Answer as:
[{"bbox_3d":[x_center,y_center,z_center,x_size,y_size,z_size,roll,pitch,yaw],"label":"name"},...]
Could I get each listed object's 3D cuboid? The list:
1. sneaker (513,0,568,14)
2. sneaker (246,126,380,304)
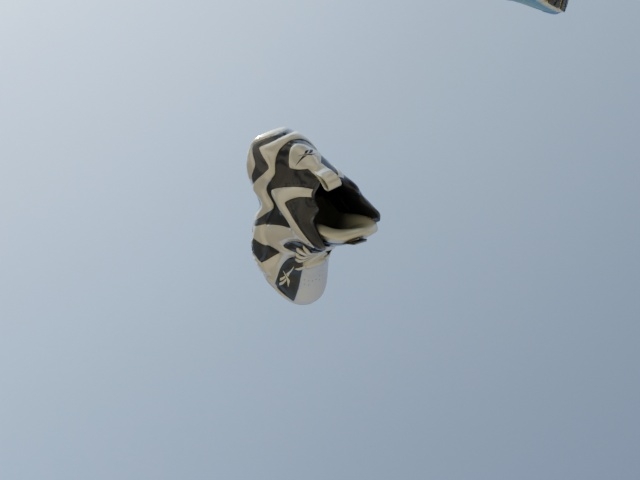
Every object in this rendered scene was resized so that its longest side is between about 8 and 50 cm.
[{"bbox_3d":[0.184,-0.277,1.142,0.162,0.073,0.063,23,-111,-19],"label":"sneaker"},{"bbox_3d":[0.000,0.000,1.238,0.153,0.094,0.235,35,-42,44],"label":"sneaker"}]
